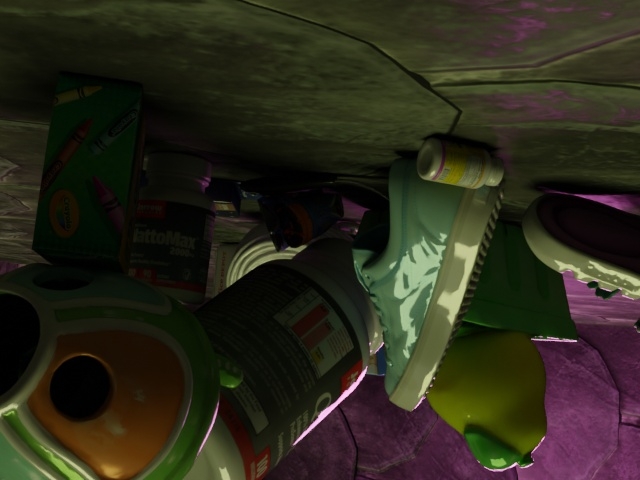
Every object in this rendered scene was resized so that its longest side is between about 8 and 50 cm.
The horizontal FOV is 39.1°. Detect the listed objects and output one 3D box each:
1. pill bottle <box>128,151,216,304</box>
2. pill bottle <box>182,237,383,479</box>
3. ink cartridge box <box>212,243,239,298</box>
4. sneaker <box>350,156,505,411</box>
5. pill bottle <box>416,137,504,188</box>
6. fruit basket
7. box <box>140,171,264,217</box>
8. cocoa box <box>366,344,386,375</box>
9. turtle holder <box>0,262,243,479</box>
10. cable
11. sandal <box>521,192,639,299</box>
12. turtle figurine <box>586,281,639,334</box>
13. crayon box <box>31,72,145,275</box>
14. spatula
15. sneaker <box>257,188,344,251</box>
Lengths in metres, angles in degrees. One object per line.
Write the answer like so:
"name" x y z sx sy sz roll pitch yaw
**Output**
"pill bottle" -0.188 -0.014 1.127 0.108 0.180 0.108 6 172 1
"pill bottle" -0.068 0.151 1.135 0.210 0.210 0.363 -1 -154 44
"ink cartridge box" -0.125 0.087 1.928 0.212 0.154 0.093 -1 171 37
"sneaker" 0.107 0.048 1.084 0.150 0.366 0.135 23 -142 14
"pill bottle" 0.143 -0.077 0.915 0.083 0.043 0.043 9 172 -22
"fruit basket" 0.216 0.151 1.357 0.392 0.392 0.283 13 169 -43
"box" -0.195 -0.066 1.305 0.225 0.036 0.136 5 172 0
"cocoa box" 0.162 0.224 2.332 0.231 0.228 0.347 -1 176 -24
"turtle holder" -0.257 0.116 0.884 0.320 0.243 0.227 48 -177 36
"cable" -0.034 0.081 1.542 0.257 0.257 0.089 8 -147 12
"sandal" 0.448 0.009 1.064 0.416 0.169 0.102 8 132 -11
"turtle figurine" 0.448 0.044 1.337 0.234 0.118 0.175 19 -154 -53
"crayon box" -0.234 -0.052 0.941 0.081 0.165 0.278 7 173 -10
"spatula" 0.042 -0.065 1.131 0.296 0.030 0.084 4 174 12
"sneaker" -0.026 -0.032 1.254 0.087 0.083 0.221 -20 -169 -15
